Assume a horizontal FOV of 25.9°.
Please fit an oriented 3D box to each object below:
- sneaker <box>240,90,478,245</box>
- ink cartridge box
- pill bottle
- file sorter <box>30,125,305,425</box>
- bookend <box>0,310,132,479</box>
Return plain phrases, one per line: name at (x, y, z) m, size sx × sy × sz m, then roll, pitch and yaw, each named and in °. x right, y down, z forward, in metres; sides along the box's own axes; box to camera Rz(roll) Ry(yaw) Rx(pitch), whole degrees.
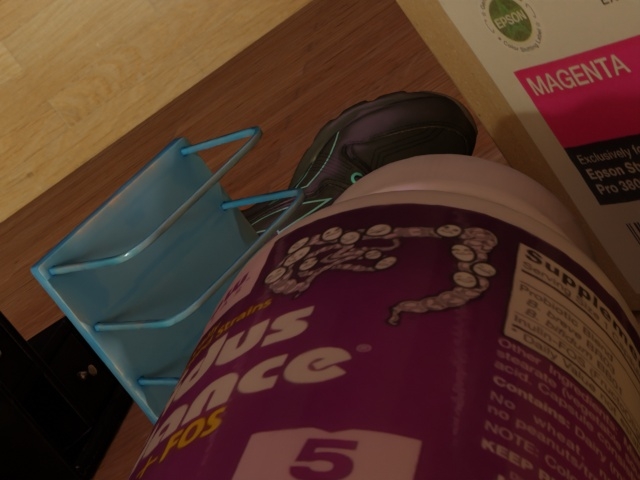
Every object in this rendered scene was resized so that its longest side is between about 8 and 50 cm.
sneaker at (0.000, 0.000, 0.964) m, size 0.267 × 0.101 × 0.106 m, roll -34°, pitch 37°, yaw 10°
ink cartridge box at (0.165, -0.071, 0.556) m, size 0.088 × 0.193 × 0.234 m, roll -44°, pitch 16°, yaw -25°
pill bottle at (0.026, 0.085, 0.456) m, size 0.169 × 0.169 × 0.301 m, roll -31°, pitch 16°, yaw 23°
file sorter at (-0.043, 0.041, 0.748) m, size 0.118 × 0.170 × 0.104 m, roll -46°, pitch 21°, yaw -28°
bookend at (-0.220, 0.094, 1.010) m, size 0.072 × 0.156 × 0.157 m, roll -32°, pitch 15°, yaw 21°
